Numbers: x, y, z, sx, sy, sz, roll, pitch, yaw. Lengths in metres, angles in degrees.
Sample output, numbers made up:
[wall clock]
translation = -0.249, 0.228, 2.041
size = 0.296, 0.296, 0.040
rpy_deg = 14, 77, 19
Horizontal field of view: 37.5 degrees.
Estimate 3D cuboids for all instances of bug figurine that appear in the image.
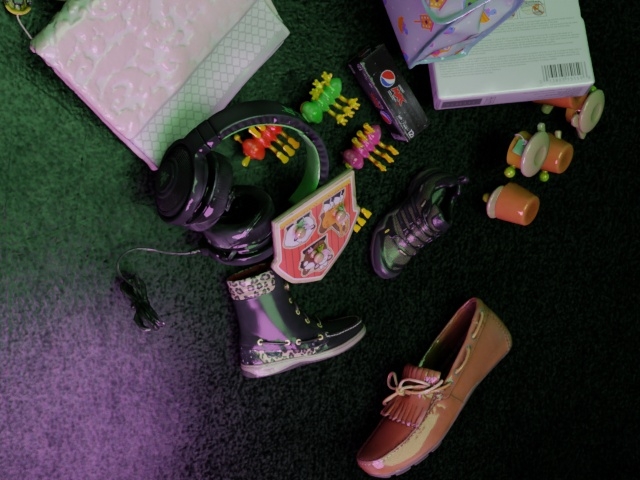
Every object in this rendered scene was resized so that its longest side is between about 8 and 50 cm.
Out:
[bug figurine]
translation = 0.001, -0.149, 1.583
size = 0.216, 0.072, 0.279
rpy_deg = -48, 119, -3

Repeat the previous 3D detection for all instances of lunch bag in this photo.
[lunch bag]
translation = 0.202, -0.428, 1.489
size = 0.160, 0.262, 0.224
rpy_deg = -16, 82, -21

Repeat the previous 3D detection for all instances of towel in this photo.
[towel]
translation = -0.218, -0.303, 1.400
size = 0.332, 0.053, 0.317
rpy_deg = -50, 140, -10

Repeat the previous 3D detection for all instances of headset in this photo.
[headset]
translation = -0.153, -0.034, 1.448
size = 0.394, 0.185, 0.243
rpy_deg = -40, 134, 7

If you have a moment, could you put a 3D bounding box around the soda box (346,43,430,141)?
[soda box]
translation = 0.119, -0.255, 1.630
size = 0.060, 0.053, 0.169
rpy_deg = -40, 113, -14

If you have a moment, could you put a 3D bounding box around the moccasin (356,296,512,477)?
[moccasin]
translation = 0.196, 0.264, 1.709
size = 0.380, 0.139, 0.147
rpy_deg = -46, 113, -12

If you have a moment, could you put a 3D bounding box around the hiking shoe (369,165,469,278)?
[hiking shoe]
translation = 0.171, -0.031, 1.660
size = 0.086, 0.114, 0.227
rpy_deg = 33, 85, -25

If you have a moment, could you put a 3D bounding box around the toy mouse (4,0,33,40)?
[toy mouse]
translation = -0.487, -0.364, 1.345
size = 0.143, 0.031, 0.161
rpy_deg = -4, 101, -24

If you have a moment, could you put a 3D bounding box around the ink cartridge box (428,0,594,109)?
[ink cartridge box]
translation = 0.321, -0.363, 1.654
size = 0.275, 0.060, 0.239
rpy_deg = -6, 77, -2

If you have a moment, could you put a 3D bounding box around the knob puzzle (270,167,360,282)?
[knob puzzle]
translation = 0.000, 0.000, 1.541
size = 0.213, 0.030, 0.213
rpy_deg = -33, 142, -30

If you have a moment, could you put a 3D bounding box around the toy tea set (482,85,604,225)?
[toy tea set]
translation = 0.394, -0.196, 1.757
size = 0.336, 0.124, 0.200
rpy_deg = -55, 145, -10

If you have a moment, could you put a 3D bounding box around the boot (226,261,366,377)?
[boot]
translation = -0.041, 0.118, 1.606
size = 0.236, 0.085, 0.179
rpy_deg = -17, 103, -21
